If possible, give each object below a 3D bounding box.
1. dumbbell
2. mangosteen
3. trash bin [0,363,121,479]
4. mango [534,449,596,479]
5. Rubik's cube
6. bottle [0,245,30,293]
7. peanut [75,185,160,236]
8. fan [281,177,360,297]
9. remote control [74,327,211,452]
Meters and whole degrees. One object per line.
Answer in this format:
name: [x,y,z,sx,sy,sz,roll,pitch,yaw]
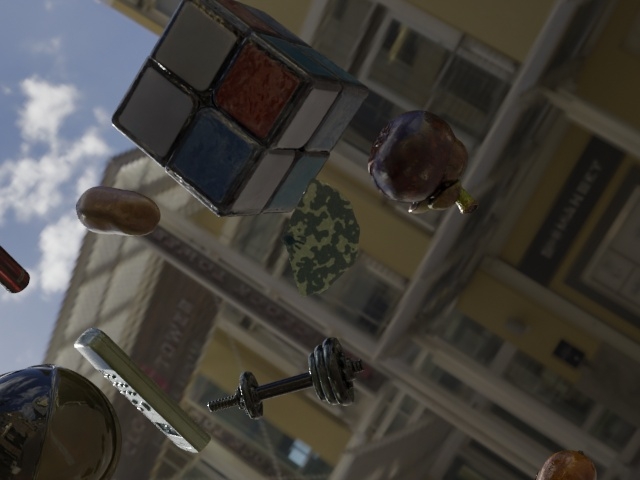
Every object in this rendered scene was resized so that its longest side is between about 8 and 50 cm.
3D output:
dumbbell: [-0.054,0.228,1.715,0.255,0.110,0.110,-17,-12,9]
mangosteen: [0.165,-0.120,1.681,0.156,0.181,0.145,147,135,-68]
trash bin: [-0.376,0.286,1.416,0.214,0.214,0.334,-46,-7,-37]
mango: [0.385,0.408,1.771,0.105,0.084,0.159,7,-61,-49]
Rubik's cube: [-0.146,-0.255,2.097,0.313,0.316,0.318,-56,-16,16]
bottle: [-0.629,0.040,2.125,0.060,0.060,0.164,-53,-34,-17]
peanut: [-0.321,-0.045,1.741,0.076,0.152,0.076,9,-90,-67]
fan: [0.000,0.000,1.821,0.009,0.131,0.240,-90,5,-56]
remote control: [-0.254,0.216,1.566,0.038,0.233,0.098,-49,17,-21]
